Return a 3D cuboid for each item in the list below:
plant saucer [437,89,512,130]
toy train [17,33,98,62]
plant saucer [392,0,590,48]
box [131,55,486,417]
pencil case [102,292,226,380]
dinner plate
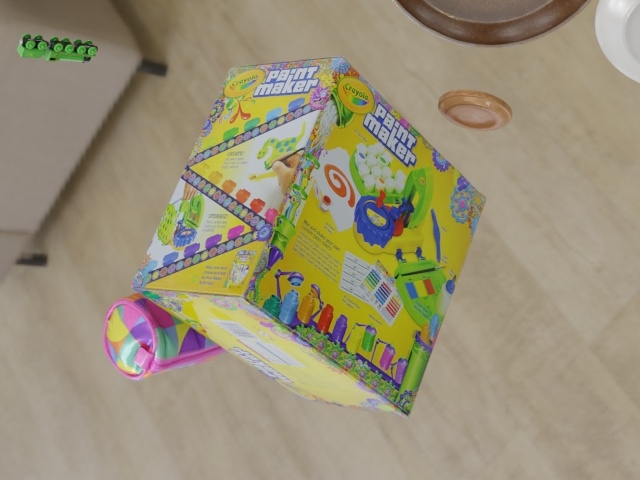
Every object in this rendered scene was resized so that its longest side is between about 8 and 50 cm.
[{"bbox_3d":[0.171,-0.143,1.388,0.083,0.083,0.013,-5,63,44],"label":"plant saucer"},{"bbox_3d":[-0.257,-0.186,1.219,0.017,0.083,0.024,55,129,35],"label":"toy train"},{"bbox_3d":[0.112,-0.211,0.813,0.029,0.168,0.168,-89,18,-76],"label":"plant saucer"},{"bbox_3d":[0.000,0.000,1.353,0.177,0.290,0.279,3,62,44],"label":"box"},{"bbox_3d":[-0.137,0.095,1.452,0.104,0.236,0.104,10,105,43],"label":"pencil case"},{"bbox_3d":[0.296,-0.174,1.021,0.141,0.141,0.017,-31,31,39],"label":"dinner plate"}]
